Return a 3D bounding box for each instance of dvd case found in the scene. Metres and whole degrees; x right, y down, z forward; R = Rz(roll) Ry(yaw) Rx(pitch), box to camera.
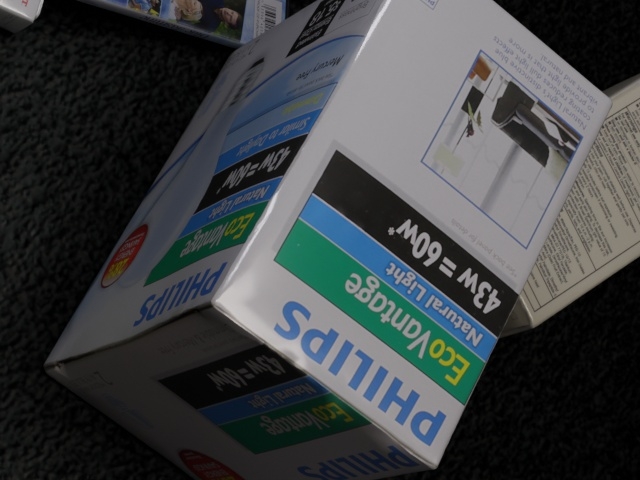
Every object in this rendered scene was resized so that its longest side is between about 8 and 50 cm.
[{"bbox_3d":[-0.126,-0.278,1.789,0.253,0.022,0.180,13,73,-40],"label":"dvd case"}]

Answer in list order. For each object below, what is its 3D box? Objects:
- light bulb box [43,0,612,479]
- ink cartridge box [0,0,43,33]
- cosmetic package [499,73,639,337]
[{"bbox_3d":[0.000,0.000,1.643,0.225,0.358,0.361,37,64,-17],"label":"light bulb box"},{"bbox_3d":[-0.295,-0.243,1.696,0.122,0.052,0.089,22,71,-24],"label":"ink cartridge box"},{"bbox_3d":[0.240,-0.036,1.922,0.296,0.129,0.153,-29,94,-30],"label":"cosmetic package"}]
